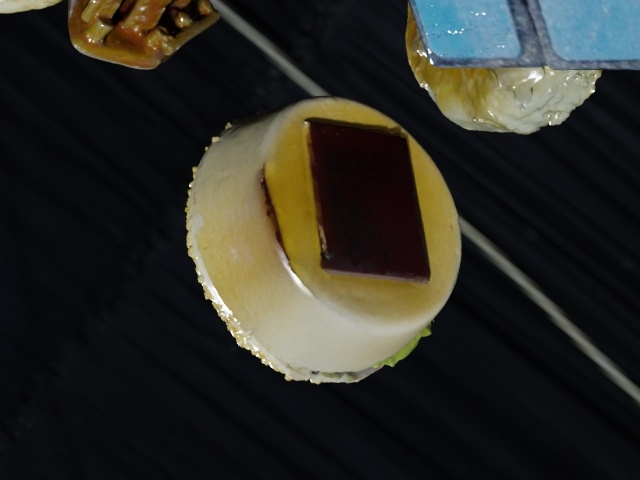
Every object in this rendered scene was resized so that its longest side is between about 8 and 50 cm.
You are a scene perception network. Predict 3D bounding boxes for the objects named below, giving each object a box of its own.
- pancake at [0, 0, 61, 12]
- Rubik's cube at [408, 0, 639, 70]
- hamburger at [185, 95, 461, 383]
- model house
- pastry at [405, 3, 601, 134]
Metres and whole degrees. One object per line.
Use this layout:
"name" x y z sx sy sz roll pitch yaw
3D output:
"pancake" -0.388 -0.386 1.956 0.356 0.356 0.065 -62 -28 -49
"Rubik's cube" 0.216 -0.308 0.963 0.305 0.301 0.304 3 38 40
"hamburger" 0.000 0.000 1.503 0.170 0.302 0.302 -32 20 47
"model house" -0.164 -0.327 1.662 0.229 0.199 0.220 -50 45 41
"pastry" 0.181 -0.229 1.502 0.236 0.120 0.257 -56 46 19
